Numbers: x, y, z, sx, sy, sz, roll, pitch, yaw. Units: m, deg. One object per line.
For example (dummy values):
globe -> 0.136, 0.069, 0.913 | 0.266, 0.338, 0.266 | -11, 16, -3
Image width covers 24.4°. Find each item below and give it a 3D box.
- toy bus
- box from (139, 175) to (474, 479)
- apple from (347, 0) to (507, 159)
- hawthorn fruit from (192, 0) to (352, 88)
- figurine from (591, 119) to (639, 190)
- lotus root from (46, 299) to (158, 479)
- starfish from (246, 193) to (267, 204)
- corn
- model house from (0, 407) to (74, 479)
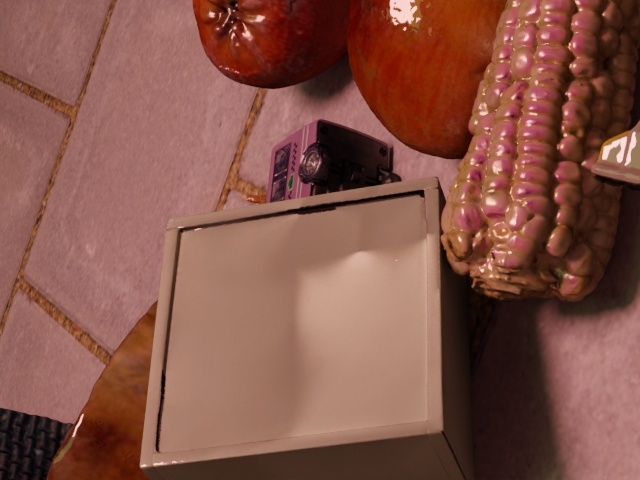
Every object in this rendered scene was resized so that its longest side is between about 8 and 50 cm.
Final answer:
toy bus -> 0.000, 0.000, 1.332 | 0.108, 0.096, 0.199 | -20, 59, 51
box -> -0.004, 0.090, 1.137 | 0.225, 0.117, 0.225 | -8, 53, 14
apple -> 0.102, -0.170, 1.223 | 0.173, 0.160, 0.195 | 109, 163, -47
hawthorn fruit -> -0.038, -0.235, 1.452 | 0.173, 0.173, 0.173 | -31, 50, 47
figurine -> 0.274, -0.154, 0.933 | 0.308, 0.143, 0.308 | -42, 39, 47
lotus root -> -0.169, 0.199, 1.369 | 0.390, 0.111, 0.375 | 113, -178, -59
starfish -> -0.026, -0.033, 1.442 | 0.133, 0.041, 0.130 | -50, 40, 33
corn -> 0.178, -0.116, 1.095 | 0.127, 0.127, 0.335 | 0, 71, 57
model house -> -0.372, 0.322, 1.719 | 0.261, 0.241, 0.226 | -96, -7, -51
